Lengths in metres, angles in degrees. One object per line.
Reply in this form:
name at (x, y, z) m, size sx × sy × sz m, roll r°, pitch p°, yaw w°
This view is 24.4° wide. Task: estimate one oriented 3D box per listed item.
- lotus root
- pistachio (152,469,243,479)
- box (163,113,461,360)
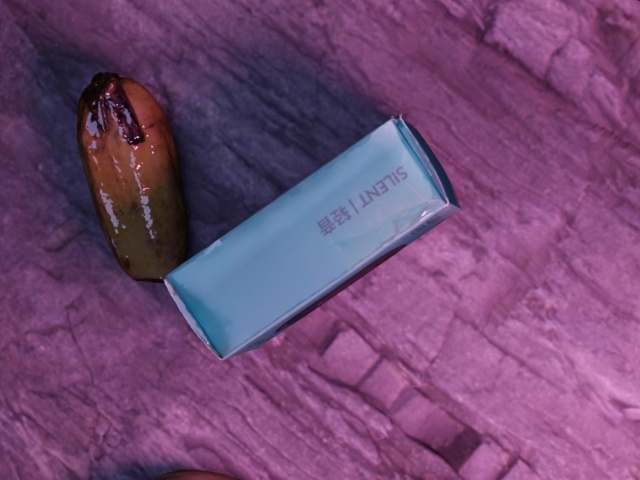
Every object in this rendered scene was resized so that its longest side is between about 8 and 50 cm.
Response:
lotus root at (-0.219, -0.071, 1.726) m, size 0.110 × 0.097 × 0.258 m, roll -10°, pitch 96°, yaw 16°
pistachio at (-0.127, 0.316, 1.698) m, size 0.185 × 0.126 × 0.108 m, roll 2°, pitch 59°, yaw 4°
box at (0.000, 0.000, 1.635) m, size 0.311 × 0.205 × 0.118 m, roll -35°, pitch 87°, yaw 7°
